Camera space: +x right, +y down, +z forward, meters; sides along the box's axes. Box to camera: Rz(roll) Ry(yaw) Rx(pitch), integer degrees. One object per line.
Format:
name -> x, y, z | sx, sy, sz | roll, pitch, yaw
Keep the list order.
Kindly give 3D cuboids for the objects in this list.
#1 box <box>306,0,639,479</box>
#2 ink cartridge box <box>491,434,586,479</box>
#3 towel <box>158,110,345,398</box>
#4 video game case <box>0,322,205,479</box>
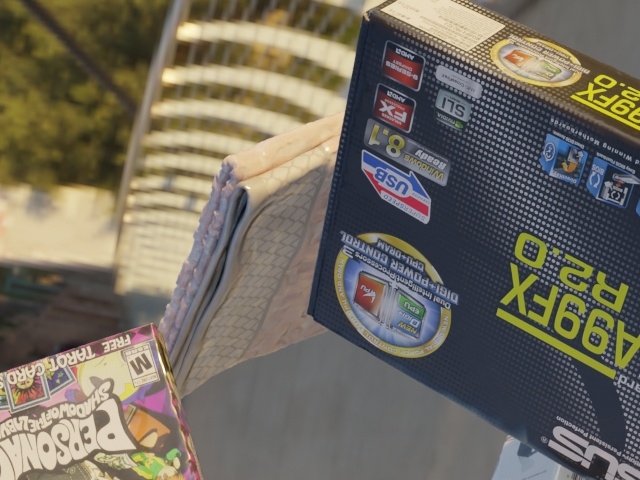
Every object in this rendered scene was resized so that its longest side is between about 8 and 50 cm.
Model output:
box -> 0.129, 0.010, 0.858 | 0.060, 0.270, 0.216 | -35, -33, -45
ink cartridge box -> 0.292, 0.264, 1.663 | 0.114, 0.197, 0.273 | -30, 23, 44
towel -> 0.000, 0.000, 1.496 | 0.053, 0.317, 0.332 | 50, 140, 23
video game case -> -0.195, 0.192, 1.109 | 0.042, 0.232, 0.210 | 76, 176, -70
